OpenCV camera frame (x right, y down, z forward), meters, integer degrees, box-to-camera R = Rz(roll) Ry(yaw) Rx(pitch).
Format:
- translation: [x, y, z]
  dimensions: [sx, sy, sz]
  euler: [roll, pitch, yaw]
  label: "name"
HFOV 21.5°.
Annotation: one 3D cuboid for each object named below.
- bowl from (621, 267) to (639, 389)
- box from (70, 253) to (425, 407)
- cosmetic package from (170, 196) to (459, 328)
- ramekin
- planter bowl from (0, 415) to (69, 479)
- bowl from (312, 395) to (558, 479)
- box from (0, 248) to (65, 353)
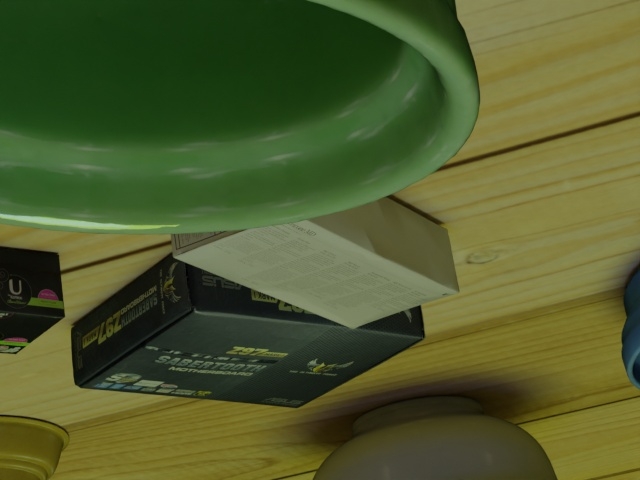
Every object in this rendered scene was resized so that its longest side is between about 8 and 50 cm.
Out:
- translation: [0.453, 0.045, 1.471]
  dimensions: [0.391, 0.077, 0.391]
  euler: [-7, 158, -3]
  label: "bowl"
- translation: [-0.060, 0.076, 1.377]
  dimensions: [0.232, 0.059, 0.183]
  euler: [9, 151, -36]
  label: "box"
- translation: [0.000, 0.000, 1.208]
  dimensions: [0.099, 0.060, 0.239]
  euler: [-18, 157, 27]
  label: "cosmetic package"
- translation: [-0.086, -0.117, 0.720]
  dimensions: [0.303, 0.148, 0.303]
  euler: [0, 163, 0]
  label: "ramekin"
- translation: [-0.352, 0.246, 1.648]
  dimensions: [0.217, 0.090, 0.217]
  euler: [-7, 158, -3]
  label: "planter bowl"
- translation: [0.113, 0.247, 1.765]
  dimensions: [0.298, 0.134, 0.298]
  euler: [-7, 158, -3]
  label: "bowl"
- translation: [-0.236, 0.046, 1.243]
  dimensions: [0.062, 0.052, 0.083]
  euler: [7, 153, -36]
  label: "box"
